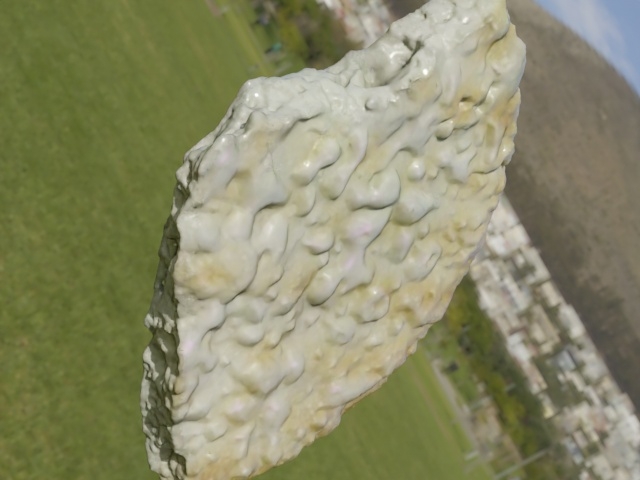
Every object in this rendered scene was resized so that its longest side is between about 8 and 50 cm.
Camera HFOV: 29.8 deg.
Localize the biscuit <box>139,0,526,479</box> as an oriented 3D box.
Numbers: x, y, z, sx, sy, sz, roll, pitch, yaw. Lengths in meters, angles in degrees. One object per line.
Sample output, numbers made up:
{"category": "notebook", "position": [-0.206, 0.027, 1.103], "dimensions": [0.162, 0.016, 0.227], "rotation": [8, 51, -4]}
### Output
{"category": "biscuit", "position": [0.000, 0.000, 0.531], "dimensions": [0.040, 0.265, 0.188], "rotation": [36, 0, 43]}
